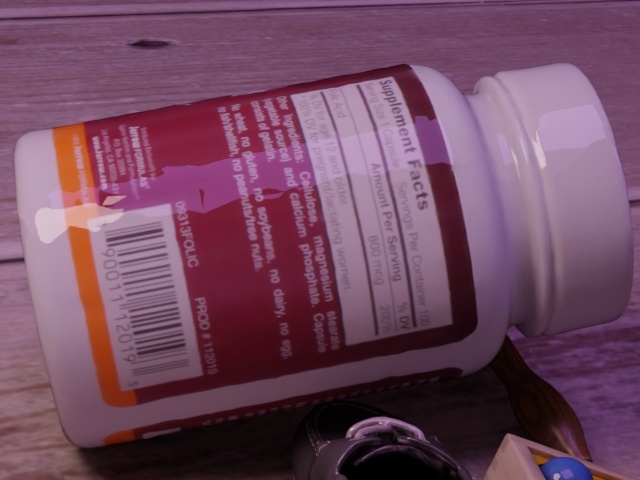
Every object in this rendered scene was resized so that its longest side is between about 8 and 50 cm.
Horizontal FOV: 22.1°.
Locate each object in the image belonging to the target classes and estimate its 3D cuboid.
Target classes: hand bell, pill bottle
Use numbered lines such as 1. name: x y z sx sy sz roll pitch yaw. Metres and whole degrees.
1. hand bell: 0.140 0.088 1.250 0.126 0.126 0.242 -7 42 -27
2. pill bottle: 0.000 0.000 1.137 0.392 0.224 0.224 -10 29 -6

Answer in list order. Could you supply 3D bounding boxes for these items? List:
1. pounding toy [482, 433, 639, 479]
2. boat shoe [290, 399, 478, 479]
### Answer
1. pounding toy: 0.162 0.169 0.866 0.130 0.100 0.141 21 15 -14
2. boat shoe: 0.066 0.176 1.026 0.112 0.095 0.335 -2 28 -18
